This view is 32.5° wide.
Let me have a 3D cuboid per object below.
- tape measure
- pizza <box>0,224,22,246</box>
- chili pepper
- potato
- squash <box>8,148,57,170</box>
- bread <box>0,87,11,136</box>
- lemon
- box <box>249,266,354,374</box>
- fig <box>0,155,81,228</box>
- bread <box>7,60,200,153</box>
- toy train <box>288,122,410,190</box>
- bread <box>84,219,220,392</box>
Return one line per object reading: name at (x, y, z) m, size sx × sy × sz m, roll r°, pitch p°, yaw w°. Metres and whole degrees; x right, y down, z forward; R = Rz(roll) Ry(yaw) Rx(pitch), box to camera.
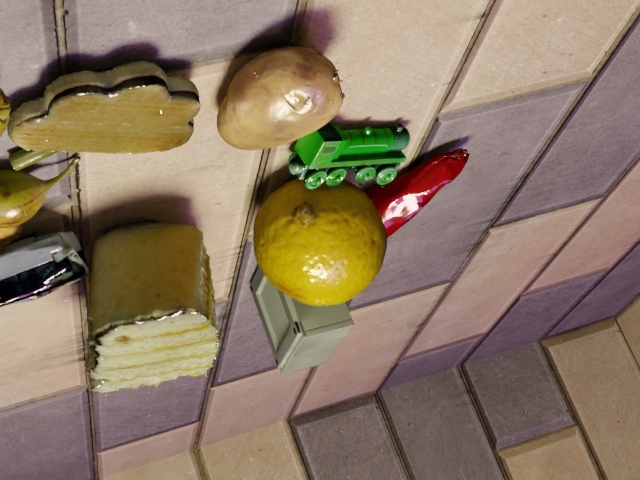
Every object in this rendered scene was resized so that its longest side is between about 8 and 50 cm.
tape measure at (-0.482, 0.046, 1.821) m, size 0.182 × 0.107 × 0.181 m, roll -22°, pitch -175°, yaw -12°
pizza at (-0.565, -0.006, 1.743) m, size 0.178 × 0.041 × 0.131 m, roll -10°, pitch 153°, yaw -29°
chili pepper at (0.138, -0.070, 2.191) m, size 0.388 × 0.110 × 0.110 m, roll -36°, pitch 155°, yaw 27°
potato at (-0.059, -0.212, 1.625) m, size 0.161 × 0.128 × 0.235 m, roll 5°, pitch 155°, yaw -20°
squash at (-0.412, -0.130, 1.602) m, size 0.083 × 0.027 × 0.027 m, roll -22°, pitch 159°, yaw 2°
bread at (-0.526, -0.139, 1.389) m, size 0.270 × 0.098 × 0.087 m, roll -19°, pitch -159°, yaw -9°
lemon at (-0.001, 0.000, 2.018) m, size 0.267 × 0.267 × 0.267 m, roll -19°, pitch 159°, yaw -7°
box at (-0.050, 0.135, 2.331) m, size 0.118 × 0.225 × 0.225 m, roll -13°, pitch 157°, yaw -22°
fig at (-0.433, -0.074, 1.634) m, size 0.166 × 0.093 × 0.093 m, roll -18°, pitch 159°, yaw -5°
bread at (-0.284, -0.187, 1.542) m, size 0.287 × 0.056 × 0.207 m, roll -1°, pitch 155°, yaw -43°
toy train at (0.055, -0.156, 1.929) m, size 0.251 × 0.085 × 0.119 m, roll -8°, pitch 141°, yaw -40°
bread at (-0.309, 0.095, 1.966) m, size 0.239 × 0.264 × 0.395 m, roll -4°, pitch 155°, yaw -12°
